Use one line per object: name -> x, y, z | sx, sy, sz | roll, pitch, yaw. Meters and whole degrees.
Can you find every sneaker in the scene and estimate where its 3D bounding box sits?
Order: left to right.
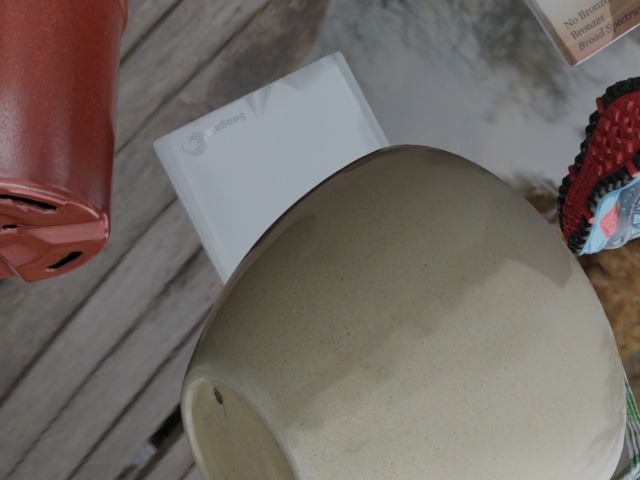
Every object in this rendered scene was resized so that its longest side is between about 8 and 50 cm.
sneaker -> 0.336, -0.082, 1.045 | 0.125, 0.104, 0.262 | -6, 153, -11

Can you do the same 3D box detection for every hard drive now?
hard drive -> 0.000, 0.000, 0.965 | 0.203, 0.308, 0.040 | -27, 177, -8

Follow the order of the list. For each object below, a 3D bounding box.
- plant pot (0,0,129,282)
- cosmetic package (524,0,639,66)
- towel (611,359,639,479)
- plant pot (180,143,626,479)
plant pot -> -0.269, -0.119, 0.789 | 0.272, 0.265, 0.272 | -7, 158, -3
cosmetic package -> 0.193, -0.313, 0.860 | 0.153, 0.296, 0.129 | -34, -174, 15
towel -> 0.274, 0.159, 0.969 | 0.023, 0.152, 0.113 | -11, 153, -3
plant pot -> 0.023, 0.101, 0.660 | 0.190, 0.284, 0.284 | -25, 148, -34
